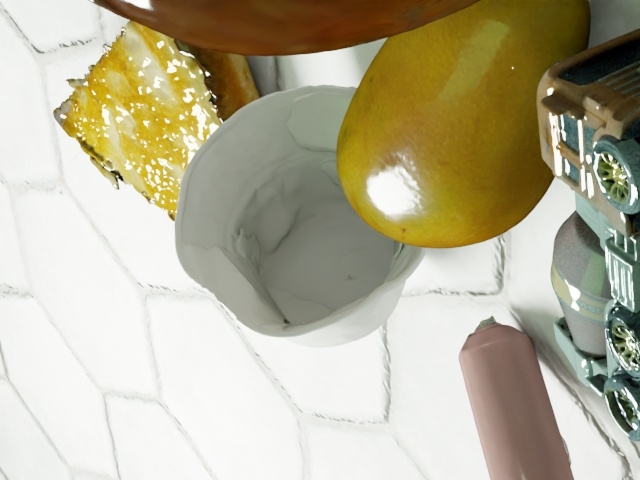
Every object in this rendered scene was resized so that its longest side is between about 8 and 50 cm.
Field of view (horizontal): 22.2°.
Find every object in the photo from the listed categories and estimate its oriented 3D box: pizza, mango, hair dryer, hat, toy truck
[{"bbox_3d":[-0.106,-0.068,1.353,0.251,0.074,0.287,62,152,-2],"label":"pizza"},{"bbox_3d":[0.093,-0.081,1.000,0.138,0.113,0.253,55,144,15],"label":"mango"},{"bbox_3d":[0.180,0.208,1.099,0.125,0.210,0.352,127,134,-57],"label":"hair dryer"},{"bbox_3d":[0.000,0.000,1.180,0.203,0.203,0.126,42,168,28],"label":"hat"},{"bbox_3d":[0.185,0.000,0.942,0.140,0.108,0.257,45,153,50],"label":"toy truck"}]

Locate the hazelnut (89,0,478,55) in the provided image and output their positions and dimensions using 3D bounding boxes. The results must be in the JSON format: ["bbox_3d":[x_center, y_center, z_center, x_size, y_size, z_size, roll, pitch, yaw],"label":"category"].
[{"bbox_3d":[-0.024,-0.310,0.719,0.402,0.402,0.429,22,150,48],"label":"hazelnut"}]
